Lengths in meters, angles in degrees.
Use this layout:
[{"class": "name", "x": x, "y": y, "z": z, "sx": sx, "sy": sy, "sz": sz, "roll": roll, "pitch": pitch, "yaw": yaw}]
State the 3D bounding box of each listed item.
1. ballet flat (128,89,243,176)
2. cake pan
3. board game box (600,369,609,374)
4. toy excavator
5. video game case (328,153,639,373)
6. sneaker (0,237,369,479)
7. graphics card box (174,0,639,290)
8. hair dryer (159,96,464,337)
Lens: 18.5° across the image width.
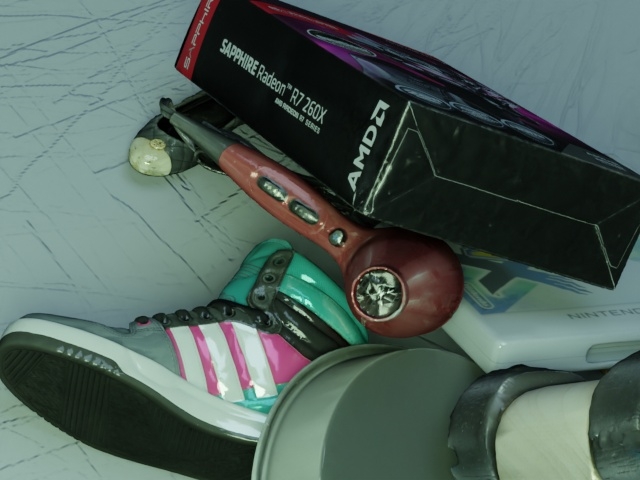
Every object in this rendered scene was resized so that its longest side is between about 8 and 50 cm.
[{"class": "ballet flat", "x": -0.100, "y": -0.105, "z": 1.648, "sx": 0.057, "sy": 0.049, "sz": 0.173, "roll": 39, "pitch": 48, "yaw": 14}, {"class": "cake pan", "x": 0.083, "y": 0.203, "z": 1.386, "sx": 0.293, "sy": 0.054, "sz": 0.293, "roll": 19, "pitch": 57, "yaw": -32}, {"class": "board game box", "x": 0.301, "y": 0.039, "z": 1.703, "sx": 0.259, "sy": 0.039, "sz": 0.124, "roll": -10, "pitch": 56, "yaw": -32}, {"class": "toy excavator", "x": 0.196, "y": 0.294, "z": 1.258, "sx": 0.433, "sy": 0.222, "sz": 0.445, "roll": -3, "pitch": 84, "yaw": -30}, {"class": "video game case", "x": 0.193, "y": 0.010, "z": 1.587, "sx": 0.300, "sy": 0.036, "sz": 0.329, "roll": -3, "pitch": 26, "yaw": -25}, {"class": "sneaker", "x": -0.082, "y": 0.072, "z": 1.451, "sx": 0.295, "sy": 0.124, "sz": 0.178, "roll": 22, "pitch": 51, "yaw": -15}, {"class": "graphics card box", "x": 0.061, "y": -0.089, "z": 1.509, "sx": 0.233, "sy": 0.094, "sz": 0.371, "roll": 17, "pitch": 13, "yaw": -29}, {"class": "hair dryer", "x": 0.000, "y": 0.000, "z": 1.402, "sx": 0.223, "sy": 0.080, "sz": 0.293, "roll": 20, "pitch": 10, "yaw": -31}]
